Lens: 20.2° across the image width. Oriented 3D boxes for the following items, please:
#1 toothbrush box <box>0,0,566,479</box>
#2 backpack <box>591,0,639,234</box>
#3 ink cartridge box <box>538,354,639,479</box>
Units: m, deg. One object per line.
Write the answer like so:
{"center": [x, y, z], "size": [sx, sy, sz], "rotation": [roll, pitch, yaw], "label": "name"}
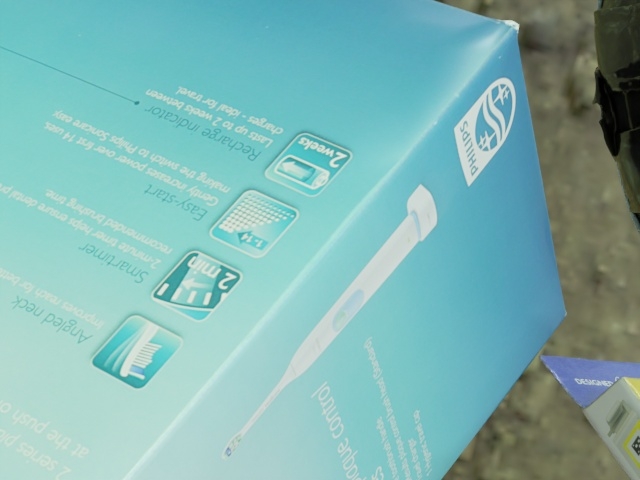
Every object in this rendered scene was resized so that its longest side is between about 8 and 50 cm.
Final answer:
{"center": [-0.104, 0.047, 0.490], "size": [0.216, 0.126, 0.295], "rotation": [22, 57, 32], "label": "toothbrush box"}
{"center": [0.269, -0.093, 1.083], "size": [0.253, 0.191, 0.225], "rotation": [172, 88, -73], "label": "backpack"}
{"center": [0.369, 0.181, 1.421], "size": [0.072, 0.304, 0.307], "rotation": [-61, 40, 30], "label": "ink cartridge box"}
